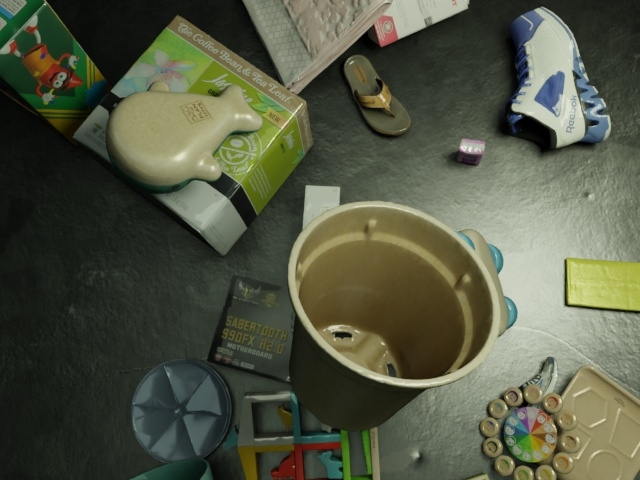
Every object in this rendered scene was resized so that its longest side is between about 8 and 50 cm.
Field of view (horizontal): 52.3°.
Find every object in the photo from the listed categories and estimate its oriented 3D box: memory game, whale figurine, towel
[{"bbox_3d":[0.385,0.358,1.201,0.186,0.012,0.186,-14,64,31],"label":"memory game"},{"bbox_3d":[-0.240,-0.182,1.150,0.272,0.141,0.216,-29,76,-28],"label":"whale figurine"},{"bbox_3d":[0.611,0.091,1.301,0.237,0.021,0.102,4,71,5],"label":"towel"},{"bbox_3d":[-0.030,-0.534,1.381,0.317,0.053,0.332,-35,73,35],"label":"towel"}]

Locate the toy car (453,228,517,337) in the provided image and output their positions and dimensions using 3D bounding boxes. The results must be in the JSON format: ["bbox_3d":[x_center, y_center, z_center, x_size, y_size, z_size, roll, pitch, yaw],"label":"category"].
[{"bbox_3d":[0.223,0.105,1.255,0.238,0.219,0.210,-19,74,28],"label":"toy car"}]

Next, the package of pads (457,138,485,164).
[{"bbox_3d":[0.311,-0.184,1.352,0.050,0.083,0.032,12,82,10],"label":"package of pads"}]

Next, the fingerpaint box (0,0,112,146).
[{"bbox_3d":[-0.678,-0.433,1.323,0.444,0.371,0.163,37,81,10],"label":"fingerpaint box"}]

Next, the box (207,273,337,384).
[{"bbox_3d":[-0.087,0.184,1.297,0.231,0.056,0.183,15,78,6],"label":"box"}]

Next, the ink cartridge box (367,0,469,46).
[{"bbox_3d":[0.192,-0.540,1.404,0.217,0.159,0.092,-24,32,-2],"label":"ink cartridge box"}]

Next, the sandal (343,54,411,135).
[{"bbox_3d":[0.118,-0.320,1.408,0.090,0.060,0.219,-26,76,-3],"label":"sandal"}]

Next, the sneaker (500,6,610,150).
[{"bbox_3d":[0.448,-0.319,1.355,0.182,0.127,0.316,-22,77,-5],"label":"sneaker"}]

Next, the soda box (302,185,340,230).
[{"bbox_3d":[0.000,0.000,1.332,0.073,0.069,0.216,3,77,4],"label":"soda box"}]

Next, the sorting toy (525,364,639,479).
[{"bbox_3d":[0.514,0.368,1.220,0.193,0.038,0.208,36,86,2],"label":"sorting toy"}]

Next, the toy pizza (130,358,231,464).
[{"bbox_3d":[-0.273,0.335,1.283,0.201,0.032,0.201,-1,77,4],"label":"toy pizza"}]

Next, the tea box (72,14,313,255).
[{"bbox_3d":[-0.241,-0.204,1.318,0.329,0.220,0.323,35,80,11],"label":"tea box"}]

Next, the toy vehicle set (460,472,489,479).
[{"bbox_3d":[0.209,0.553,1.199,0.266,0.035,0.166,-19,76,-2],"label":"toy vehicle set"}]

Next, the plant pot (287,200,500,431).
[{"bbox_3d":[0.080,0.157,1.094,0.333,0.305,0.334,8,51,-10],"label":"plant pot"}]

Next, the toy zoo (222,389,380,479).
[{"bbox_3d":[-0.038,0.378,1.231,0.293,0.030,0.192,-4,94,3],"label":"toy zoo"}]

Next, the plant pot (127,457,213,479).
[{"bbox_3d":[-0.283,0.551,1.111,0.293,0.293,0.235,-22,92,-2],"label":"plant pot"}]

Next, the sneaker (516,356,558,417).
[{"bbox_3d":[0.414,0.283,1.248,0.058,0.052,0.135,20,78,12],"label":"sneaker"}]
